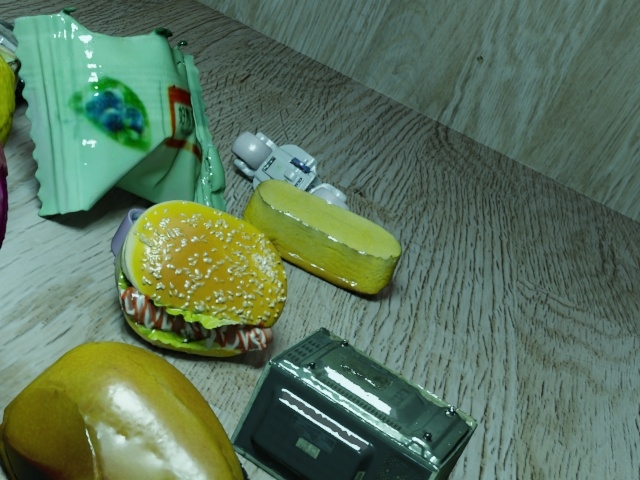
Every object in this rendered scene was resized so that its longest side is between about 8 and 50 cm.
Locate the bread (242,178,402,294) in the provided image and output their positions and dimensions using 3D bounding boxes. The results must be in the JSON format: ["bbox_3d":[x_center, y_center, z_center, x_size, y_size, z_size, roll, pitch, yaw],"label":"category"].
[{"bbox_3d":[0.000,0.000,1.743,0.245,0.094,0.102,26,28,0],"label":"bread"}]

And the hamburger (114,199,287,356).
[{"bbox_3d":[-0.136,0.047,1.344,0.210,0.173,0.116,18,-17,-27],"label":"hamburger"}]

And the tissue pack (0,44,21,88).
[{"bbox_3d":[-0.525,-0.213,1.503,0.234,0.159,0.125,28,18,4],"label":"tissue pack"}]

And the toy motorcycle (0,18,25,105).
[{"bbox_3d":[-0.493,-0.272,1.707,0.188,0.143,0.327,38,2,-10],"label":"toy motorcycle"}]

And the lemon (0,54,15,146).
[{"bbox_3d":[-0.466,-0.151,1.286,0.260,0.261,0.284,32,19,16],"label":"lemon"}]

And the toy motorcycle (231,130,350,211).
[{"bbox_3d":[-0.048,-0.094,1.946,0.254,0.112,0.112,38,22,28],"label":"toy motorcycle"}]

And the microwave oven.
[{"bbox_3d":[0.039,0.196,1.210,0.205,0.129,0.163,30,18,14],"label":"microwave oven"}]

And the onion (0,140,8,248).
[{"bbox_3d":[-0.385,0.033,0.895,0.385,0.347,0.347,64,23,0],"label":"onion"}]

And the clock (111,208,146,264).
[{"bbox_3d":[-0.191,0.018,1.499,0.152,0.050,0.110,22,19,-12],"label":"clock"}]

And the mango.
[{"bbox_3d":[-0.146,0.184,0.994,0.166,0.136,0.236,8,31,-50],"label":"mango"}]

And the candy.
[{"bbox_3d":[-0.251,-0.165,1.629,0.171,0.263,0.398,-1,1,21],"label":"candy"}]
